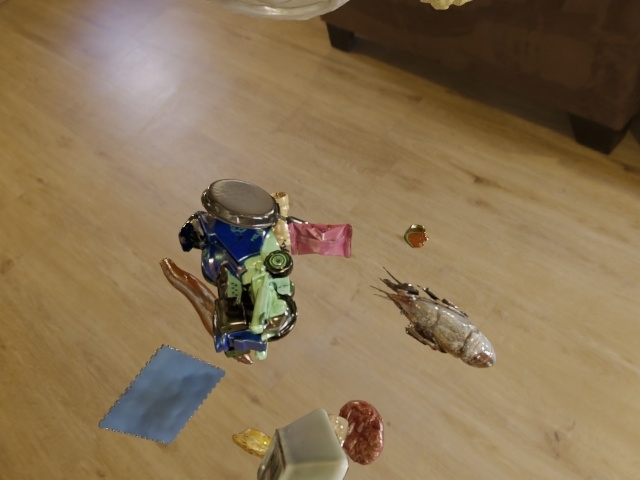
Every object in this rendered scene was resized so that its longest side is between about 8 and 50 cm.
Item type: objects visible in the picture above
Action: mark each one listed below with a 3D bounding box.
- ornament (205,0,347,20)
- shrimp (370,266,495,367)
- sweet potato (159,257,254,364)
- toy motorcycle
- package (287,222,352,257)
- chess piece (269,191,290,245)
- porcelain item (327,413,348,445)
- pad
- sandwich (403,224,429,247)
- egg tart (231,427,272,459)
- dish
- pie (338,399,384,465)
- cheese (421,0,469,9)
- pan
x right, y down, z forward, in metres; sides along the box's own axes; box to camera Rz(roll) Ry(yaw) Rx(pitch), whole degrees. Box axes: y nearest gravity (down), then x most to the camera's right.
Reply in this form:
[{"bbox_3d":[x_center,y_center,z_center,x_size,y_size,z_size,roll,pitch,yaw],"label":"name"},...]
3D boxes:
[{"bbox_3d":[-0.065,-0.467,0.710,0.338,0.337,0.336,-7,52,10],"label":"ornament"},{"bbox_3d":[0.262,0.184,1.288,0.343,0.145,0.116,36,98,25],"label":"shrimp"},{"bbox_3d":[-0.210,0.134,1.036,0.057,0.057,0.264,-38,98,-14],"label":"sweet potato"},{"bbox_3d":[-0.149,0.046,0.967,0.197,0.125,0.331,-8,55,-7],"label":"toy motorcycle"},{"bbox_3d":[0.000,0.000,0.710,0.084,0.059,0.029,1,43,4],"label":"package"},{"bbox_3d":[-0.098,-0.054,1.319,0.066,0.122,0.066,-6,22,2],"label":"chess piece"},{"bbox_3d":[-0.013,0.456,1.277,0.069,0.216,0.081,28,61,-13],"label":"porcelain item"},{"bbox_3d":[-0.415,0.422,1.467,0.269,0.269,0.012,-51,48,-5],"label":"pad"},{"bbox_3d":[0.278,-0.014,1.579,0.067,0.135,0.029,25,71,7],"label":"sandwich"},{"bbox_3d":[-0.161,0.504,1.355,0.129,0.128,0.049,13,57,23],"label":"egg tart"},{"bbox_3d":[-0.047,0.364,0.841,0.080,0.243,0.181,25,87,-7],"label":"dish"},{"bbox_3d":[0.096,0.462,1.319,0.155,0.036,0.154,-8,79,43],"label":"pie"},{"bbox_3d":[0.205,-0.501,0.881,0.214,0.117,0.225,-29,86,19],"label":"cheese"},{"bbox_3d":[-0.091,-0.052,0.955,0.235,0.028,0.136,18,31,-15],"label":"pan"}]
